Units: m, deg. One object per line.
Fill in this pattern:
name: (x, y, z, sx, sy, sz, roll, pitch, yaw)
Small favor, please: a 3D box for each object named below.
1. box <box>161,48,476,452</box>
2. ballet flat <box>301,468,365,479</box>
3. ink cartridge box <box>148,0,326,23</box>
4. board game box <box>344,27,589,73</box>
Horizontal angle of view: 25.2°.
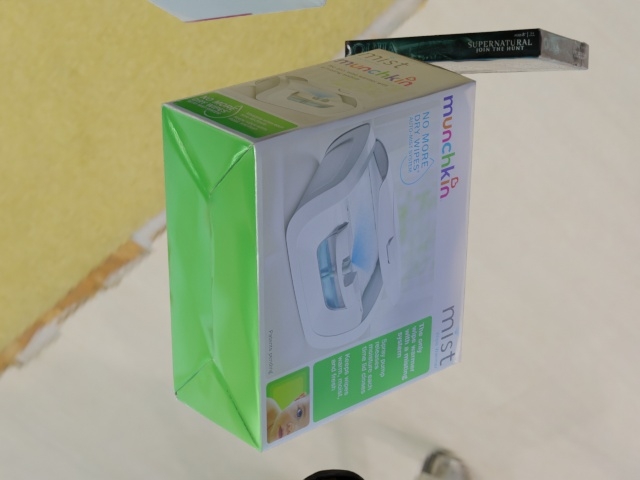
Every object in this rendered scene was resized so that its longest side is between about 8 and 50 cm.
box: (0.000, 0.000, 1.162, 0.127, 0.231, 0.261, 26, 124, 44)
ballet flat: (-0.034, 0.207, 0.906, 0.096, 0.280, 0.095, -42, 88, 21)
ink cartridge box: (-0.051, -0.321, 1.113, 0.114, 0.272, 0.197, 27, 166, -36)
board game box: (0.132, -0.167, 1.285, 0.186, 0.126, 0.026, 2, 92, 29)
